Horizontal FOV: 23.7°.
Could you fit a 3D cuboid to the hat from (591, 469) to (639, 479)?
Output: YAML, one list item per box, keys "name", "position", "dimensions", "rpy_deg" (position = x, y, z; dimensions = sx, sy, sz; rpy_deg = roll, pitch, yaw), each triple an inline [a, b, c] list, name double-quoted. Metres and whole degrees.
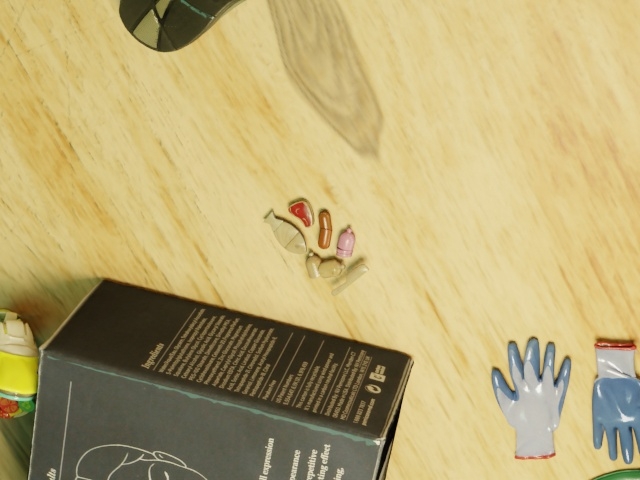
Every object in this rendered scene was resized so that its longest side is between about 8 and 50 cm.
- name: "hat"
  position: [0.371, 0.377, 1.729]
  dimensions: [0.209, 0.183, 0.173]
  rpy_deg: [-8, 109, 16]

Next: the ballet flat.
- name: "ballet flat"
  position: [-0.367, 0.126, 1.792]
  dimensions: [0.077, 0.231, 0.077]
  rpy_deg: [12, 94, -18]

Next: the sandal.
- name: "sandal"
  position: [-0.095, -0.304, 1.630]
  dimensions: [0.303, 0.086, 0.120]
  rpy_deg: [-22, 111, 35]

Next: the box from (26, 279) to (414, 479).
- name: "box"
  position: [-0.122, 0.257, 1.781]
  dimensions: [0.396, 0.212, 0.293]
  rpy_deg: [14, 114, 6]

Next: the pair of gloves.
- name: "pair of gloves"
  position: [0.299, 0.186, 1.760]
  dimensions: [0.198, 0.023, 0.159]
  rpy_deg: [-2, 112, 15]

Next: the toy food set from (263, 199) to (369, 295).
- name: "toy food set"
  position: [0.000, 0.000, 1.758]
  dimensions: [0.078, 0.019, 0.122]
  rpy_deg: [-39, 91, 23]

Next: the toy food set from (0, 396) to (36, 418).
- name: "toy food set"
  position: [-0.396, 0.188, 1.917]
  dimensions: [0.083, 0.020, 0.083]
  rpy_deg: [-24, 109, 23]
